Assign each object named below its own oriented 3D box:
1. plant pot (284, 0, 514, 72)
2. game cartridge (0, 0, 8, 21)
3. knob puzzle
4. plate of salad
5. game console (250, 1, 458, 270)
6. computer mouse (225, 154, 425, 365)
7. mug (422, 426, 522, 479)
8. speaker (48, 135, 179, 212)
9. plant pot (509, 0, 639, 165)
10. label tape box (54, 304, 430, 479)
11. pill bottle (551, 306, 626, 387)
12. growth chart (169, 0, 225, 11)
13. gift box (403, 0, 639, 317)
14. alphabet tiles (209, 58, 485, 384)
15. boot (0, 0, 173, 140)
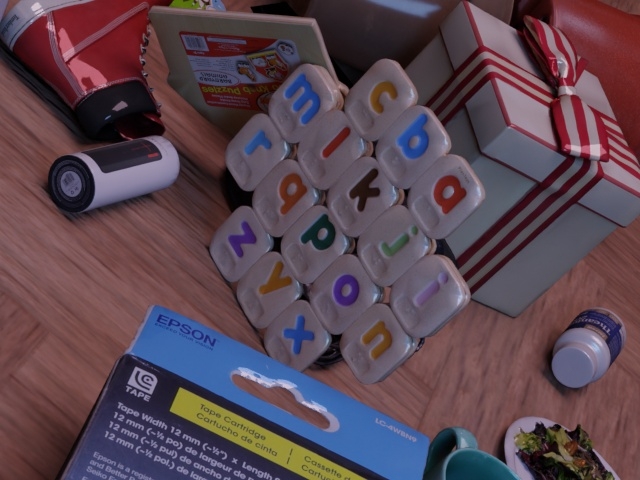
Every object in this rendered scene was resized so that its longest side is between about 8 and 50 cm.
[{"bbox_3d":[0.084,-0.302,1.965,0.229,0.263,0.263,10,40,-17],"label":"plant pot"},{"bbox_3d":[-0.387,-0.253,1.486,0.196,0.060,0.294,28,33,-18],"label":"game cartridge"},{"bbox_3d":[-0.059,-0.156,1.552,0.213,0.213,0.030,34,55,-18],"label":"knob puzzle"},{"bbox_3d":[0.271,0.259,1.645,0.200,0.048,0.200,30,33,-22],"label":"plate of salad"},{"bbox_3d":[0.044,-0.096,1.646,0.213,0.044,0.361,47,11,-47],"label":"game console"},{"bbox_3d":[0.000,0.000,1.616,0.188,0.072,0.272,2,50,-49],"label":"computer mouse"},{"bbox_3d":[0.130,0.258,1.422,0.129,0.097,0.158,41,29,-5],"label":"mug"},{"bbox_3d":[-0.190,-0.063,1.480,0.055,0.055,0.136,51,30,12],"label":"speaker"},{"bbox_3d":[0.320,-0.207,2.065,0.265,0.272,0.272,22,36,-35],"label":"plant pot"},{"bbox_3d":[-0.077,0.230,1.117,0.249,0.115,0.347,27,36,-6],"label":"label tape box"},{"bbox_3d":[0.307,0.125,1.837,0.067,0.067,0.120,47,29,5],"label":"pill bottle"},{"bbox_3d":[-0.175,-0.310,1.848,0.172,0.021,0.237,30,33,-26],"label":"growth chart"},{"bbox_3d":[0.219,-0.099,1.824,0.276,0.258,0.255,19,38,-35],"label":"gift box"},{"bbox_3d":[0.019,-0.017,1.451,0.021,0.278,0.284,2,49,-51],"label":"alphabet tiles"},{"bbox_3d":[-0.191,-0.183,1.608,0.176,0.088,0.244,49,36,4],"label":"boot"}]
